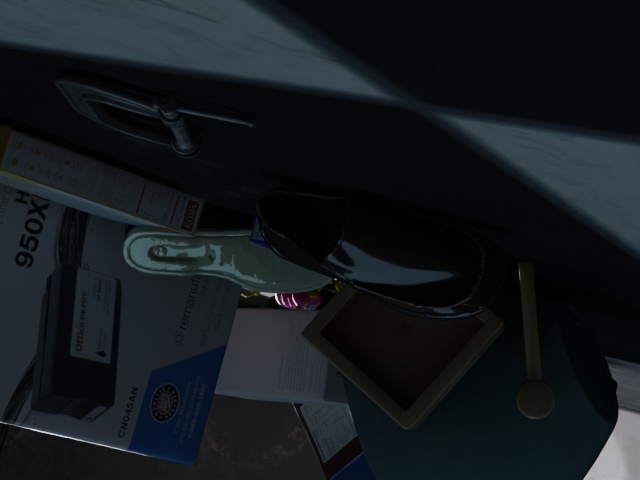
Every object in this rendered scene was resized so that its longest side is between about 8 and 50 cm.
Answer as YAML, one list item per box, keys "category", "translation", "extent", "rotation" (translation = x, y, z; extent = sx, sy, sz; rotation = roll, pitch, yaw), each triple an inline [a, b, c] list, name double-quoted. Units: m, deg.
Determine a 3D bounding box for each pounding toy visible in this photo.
- category: "pounding toy"
  translation: [0.123, 0.086, 1.317]
  extent: [0.206, 0.181, 0.094]
  rotation: [42, -179, 10]

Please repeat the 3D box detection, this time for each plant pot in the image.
- category: "plant pot"
  translation: [0.178, 0.154, 1.467]
  extent: [0.195, 0.290, 0.290]
  rotation: [-25, 156, 23]

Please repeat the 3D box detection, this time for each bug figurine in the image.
- category: "bug figurine"
  translation: [-0.052, 0.054, 1.923]
  extent: [0.279, 0.072, 0.216]
  rotation: [18, 174, -26]

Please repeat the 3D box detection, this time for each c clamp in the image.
- category: "c clamp"
  translation: [-0.115, -0.082, 1.018]
  extent: [0.137, 0.022, 0.161]
  rotation: [16, 174, -4]

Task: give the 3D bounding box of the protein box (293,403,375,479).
- category: "protein box"
  translation: [0.111, 0.217, 2.003]
  extent: [0.200, 0.136, 0.201]
  rotation: [6, 140, -45]

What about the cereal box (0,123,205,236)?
- category: "cereal box"
  translation: [-0.256, -0.064, 1.456]
  extent: [0.240, 0.047, 0.173]
  rotation: [20, 174, -43]

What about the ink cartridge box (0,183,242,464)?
- category: "ink cartridge box"
  translation: [-0.304, 0.068, 1.659]
  extent: [0.395, 0.285, 0.166]
  rotation: [19, 172, -34]

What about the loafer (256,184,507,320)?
- category: "loafer"
  translation: [0.038, 0.008, 1.167]
  extent: [0.220, 0.080, 0.078]
  rotation: [13, 174, 25]

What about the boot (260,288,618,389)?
- category: "boot"
  translation: [0.168, 0.186, 2.212]
  extent: [0.445, 0.146, 0.367]
  rotation: [14, -177, 44]

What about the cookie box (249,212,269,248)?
- category: "cookie box"
  translation: [0.000, 0.000, 1.402]
  extent: [0.092, 0.040, 0.107]
  rotation: [19, 174, -35]

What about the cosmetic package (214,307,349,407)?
- category: "cosmetic package"
  translation: [-0.038, 0.148, 1.882]
  extent: [0.085, 0.117, 0.231]
  rotation: [15, 170, -41]

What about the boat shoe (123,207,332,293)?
- category: "boat shoe"
  translation: [-0.095, 0.000, 1.601]
  extent: [0.233, 0.084, 0.079]
  rotation: [10, -145, -11]
